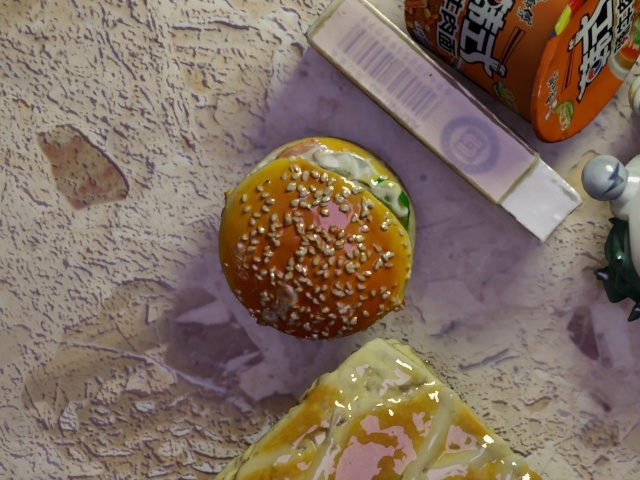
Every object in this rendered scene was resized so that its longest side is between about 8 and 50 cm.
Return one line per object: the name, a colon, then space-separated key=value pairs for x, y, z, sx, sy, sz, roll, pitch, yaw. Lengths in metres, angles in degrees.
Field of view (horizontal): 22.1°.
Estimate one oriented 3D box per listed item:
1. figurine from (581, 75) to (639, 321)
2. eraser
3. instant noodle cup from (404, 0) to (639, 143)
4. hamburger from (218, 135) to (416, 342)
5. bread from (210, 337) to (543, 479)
figurine: x=0.402 y=-0.090 z=1.762 sx=0.261 sy=0.186 sz=0.382 roll=3 pitch=97 yaw=-11
eraser: x=0.135 y=-0.135 z=1.795 sx=0.343 sy=0.144 sz=0.078 roll=42 pitch=95 yaw=2
instant noodle cup: x=0.223 y=-0.256 z=1.730 sx=0.192 sy=0.250 sz=0.250 roll=33 pitch=94 yaw=25
hamburger: x=-0.004 y=-0.001 z=1.806 sx=0.236 sy=0.147 sz=0.237 roll=0 pitch=94 yaw=6
bread: x=0.065 y=0.334 z=1.728 sx=0.390 sy=0.279 sz=0.371 roll=-42 pitch=86 yaw=-8
